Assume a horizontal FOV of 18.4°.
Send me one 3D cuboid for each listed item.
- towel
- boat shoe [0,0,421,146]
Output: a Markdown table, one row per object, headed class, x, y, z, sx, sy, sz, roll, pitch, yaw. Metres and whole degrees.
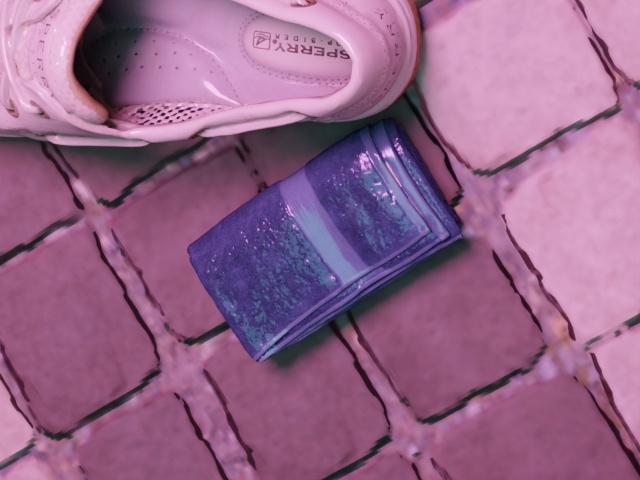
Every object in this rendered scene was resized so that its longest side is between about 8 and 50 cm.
| class | x | y | z | sx | sy | sz | roll | pitch | yaw |
| --- | --- | --- | --- | --- | --- | --- | --- | --- | --- |
| towel | 0.000 | 0.000 | 0.892 | 0.119 | 0.029 | 0.067 | -33 | 91 | 20 |
| boat shoe | -0.100 | -0.089 | 0.864 | 0.277 | 0.096 | 0.098 | 0 | 103 | 16 |
